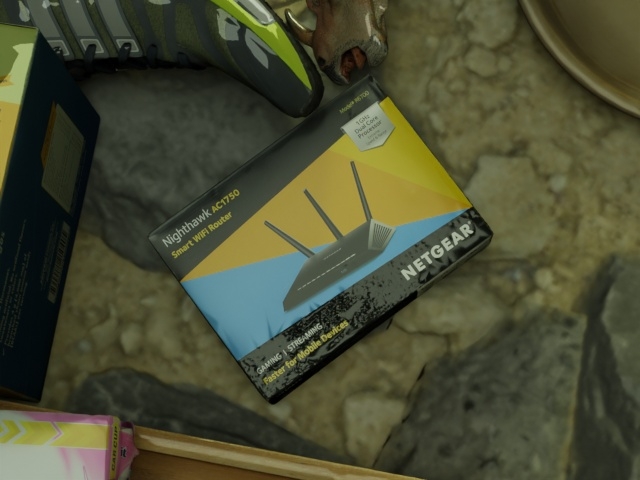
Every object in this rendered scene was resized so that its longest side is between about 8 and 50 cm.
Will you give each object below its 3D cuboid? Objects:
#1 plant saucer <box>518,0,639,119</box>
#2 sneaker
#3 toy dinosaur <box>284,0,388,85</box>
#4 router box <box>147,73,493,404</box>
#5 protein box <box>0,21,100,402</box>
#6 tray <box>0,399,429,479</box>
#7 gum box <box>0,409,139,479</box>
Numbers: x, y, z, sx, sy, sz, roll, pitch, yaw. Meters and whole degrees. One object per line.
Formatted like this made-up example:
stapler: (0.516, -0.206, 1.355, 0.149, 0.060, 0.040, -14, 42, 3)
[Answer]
plant saucer: (0.258, -0.201, 1.057, 0.278, 0.041, 0.278, 0, 79, 2)
sneaker: (-0.135, -0.143, 1.039, 0.300, 0.111, 0.121, 27, 89, 14)
toy dinosaur: (0.056, -0.267, 1.045, 0.127, 0.200, 0.296, 38, 55, -28)
router box: (0.000, 0.000, 1.028, 0.179, 0.046, 0.133, -37, 80, -4)
protein box: (-0.232, -0.017, 0.961, 0.136, 0.201, 0.200, 10, 81, 4)
tray: (-0.082, 0.223, 0.980, 0.411, 0.076, 0.203, 10, 81, 5)
gum box: (-0.202, 0.152, 0.928, 0.188, 0.062, 0.107, 3, 80, 3)
